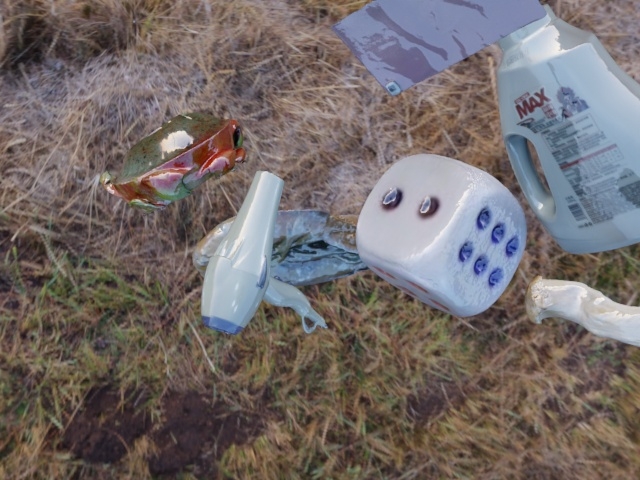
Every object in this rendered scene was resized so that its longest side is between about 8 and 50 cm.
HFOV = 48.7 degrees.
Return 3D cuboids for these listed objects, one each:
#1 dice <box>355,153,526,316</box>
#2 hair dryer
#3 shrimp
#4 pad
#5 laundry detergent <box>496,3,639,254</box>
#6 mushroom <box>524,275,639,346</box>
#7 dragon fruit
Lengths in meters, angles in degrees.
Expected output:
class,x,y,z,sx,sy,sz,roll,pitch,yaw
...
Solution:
class,x,y,z,sx,sy,sz,roll,pitch,yaw
dice,0.183,-0.008,1.080,0.193,0.192,0.194,39,80,-40
hair dryer,-0.038,0.018,0.752,0.199,0.067,0.167,10,90,-52
shrimp,0.000,0.000,1.235,0.445,0.110,0.221,-8,149,-12
pad,0.116,-0.219,0.711,0.187,0.006,0.113,-22,131,34
laundry detergent,0.363,-0.178,1.042,0.124,0.264,0.398,-39,97,-34
mushroom,0.346,0.093,0.870,0.054,0.202,0.059,-41,132,-34
dragon fruit,-0.256,-0.141,1.270,0.268,0.295,0.130,-35,102,-5
